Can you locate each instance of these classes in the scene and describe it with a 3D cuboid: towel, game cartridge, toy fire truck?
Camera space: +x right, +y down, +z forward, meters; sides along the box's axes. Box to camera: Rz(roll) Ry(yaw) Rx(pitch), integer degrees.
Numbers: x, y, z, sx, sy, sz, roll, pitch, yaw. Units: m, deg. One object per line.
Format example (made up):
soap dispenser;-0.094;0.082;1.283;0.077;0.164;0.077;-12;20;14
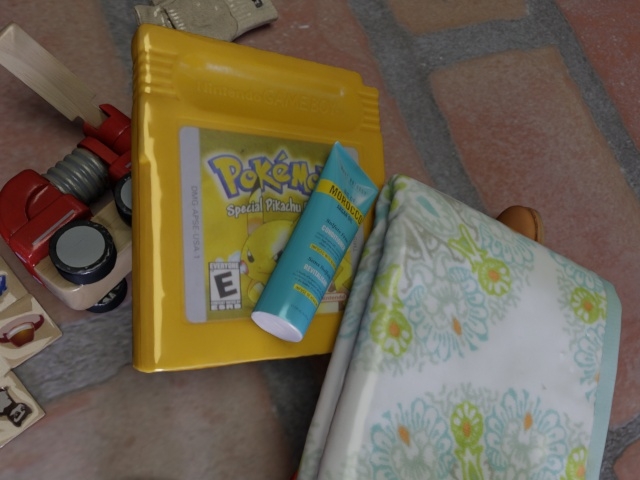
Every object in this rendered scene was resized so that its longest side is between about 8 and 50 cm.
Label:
towel;0.166;0.152;0.571;0.321;0.090;0.374;26;67;-19
game cartridge;-0.050;-0.040;0.571;0.285;0.053;0.323;1;85;-33
toy fire truck;-0.263;-0.082;0.579;0.246;0.158;0.217;37;63;8

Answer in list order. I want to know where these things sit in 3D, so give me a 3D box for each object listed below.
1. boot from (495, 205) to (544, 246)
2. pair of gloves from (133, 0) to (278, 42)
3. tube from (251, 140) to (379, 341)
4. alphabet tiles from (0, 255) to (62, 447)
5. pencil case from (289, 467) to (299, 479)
boot;0.161;0.014;0.732;0.220;0.109;0.283;35;71;-2
pair of gloves;-0.201;-0.358;0.746;0.204;0.042;0.240;-41;91;-31
tube;0.000;0.000;0.547;0.080;0.052;0.207;48;55;-35
alphabet tiles;-0.445;0.090;0.516;0.285;0.011;0.342;-38;88;-28
pencil case;0.001;0.279;0.571;0.236;0.104;0.104;-38;88;-26
